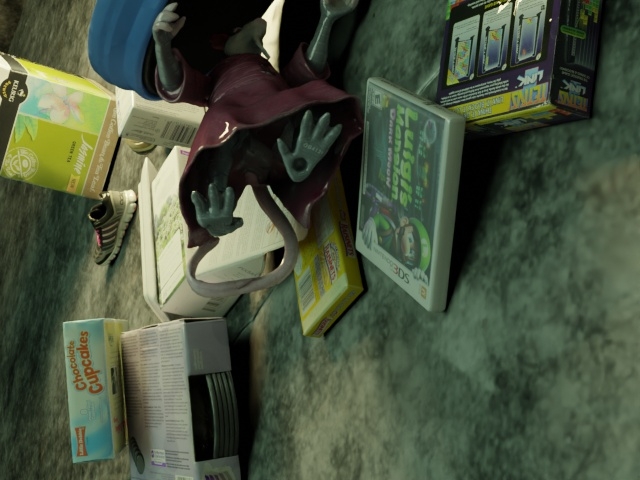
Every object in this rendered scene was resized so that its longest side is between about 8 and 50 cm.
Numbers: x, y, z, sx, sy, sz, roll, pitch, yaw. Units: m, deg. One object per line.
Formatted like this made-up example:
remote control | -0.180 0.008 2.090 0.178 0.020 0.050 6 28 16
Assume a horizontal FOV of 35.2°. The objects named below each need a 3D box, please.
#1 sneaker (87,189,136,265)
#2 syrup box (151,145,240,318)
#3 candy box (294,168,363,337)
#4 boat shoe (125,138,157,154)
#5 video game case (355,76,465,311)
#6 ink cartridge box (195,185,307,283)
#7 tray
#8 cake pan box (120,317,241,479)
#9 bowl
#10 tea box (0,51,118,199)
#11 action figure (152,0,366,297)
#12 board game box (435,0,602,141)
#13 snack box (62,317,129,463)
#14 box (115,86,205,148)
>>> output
sneaker | -0.407 -0.028 1.898 0.170 0.075 0.063 -62 32 28
syrup box | -0.176 -0.012 1.438 0.093 0.096 0.237 -49 39 40
candy box | 0.000 0.000 1.177 0.105 0.027 0.206 -49 38 41
boat shoe | -0.293 -0.233 1.774 0.073 0.080 0.223 75 -168 -55
video game case | 0.083 -0.050 0.994 0.173 0.022 0.190 -138 47 -59
ink cartridge box | -0.065 -0.046 1.264 0.224 0.056 0.181 -17 55 43
tray | -0.239 0.019 1.519 0.145 0.030 0.270 67 -170 -53
cake pan box | -0.191 0.232 1.348 0.267 0.070 0.246 -19 77 59
bowl | -0.134 -0.341 1.285 0.391 0.077 0.391 -50 -6 -7
tea box | -0.614 -0.256 2.110 0.329 0.323 0.220 35 109 61
action figure | -0.065 -0.147 1.187 0.370 0.248 0.276 -111 18 -58
board game box | 0.174 -0.170 0.902 0.170 0.048 0.141 -3 79 62
snack box | -0.316 0.210 1.476 0.322 0.060 0.187 131 133 -83
box | -0.264 -0.226 1.659 0.072 0.126 0.137 -54 35 40
